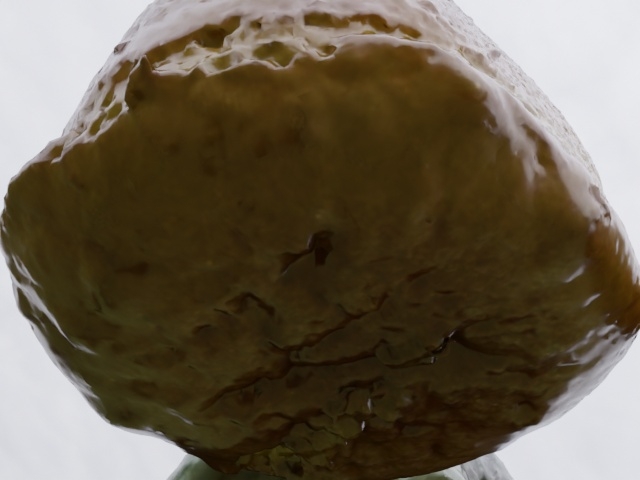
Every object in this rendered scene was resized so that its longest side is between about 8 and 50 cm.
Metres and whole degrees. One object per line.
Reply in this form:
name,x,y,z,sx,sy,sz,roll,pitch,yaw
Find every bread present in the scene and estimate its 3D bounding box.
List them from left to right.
bread,0.002,0.004,0.559,0.312,0.172,0.312,2,-44,2

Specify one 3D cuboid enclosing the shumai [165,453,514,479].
shumai,0.088,0.275,0.692,0.323,0.324,0.397,-1,-65,60
